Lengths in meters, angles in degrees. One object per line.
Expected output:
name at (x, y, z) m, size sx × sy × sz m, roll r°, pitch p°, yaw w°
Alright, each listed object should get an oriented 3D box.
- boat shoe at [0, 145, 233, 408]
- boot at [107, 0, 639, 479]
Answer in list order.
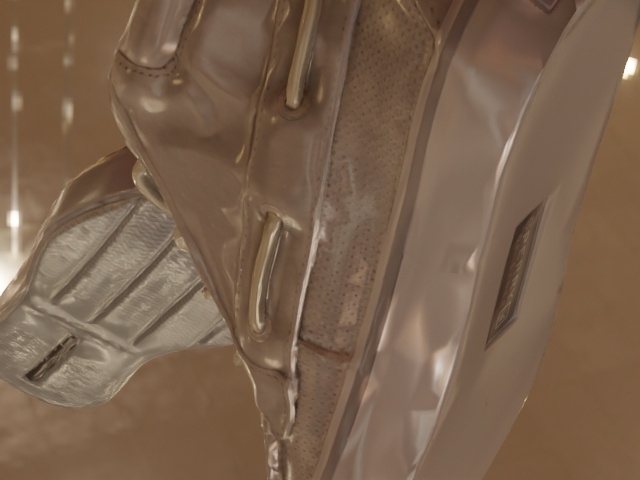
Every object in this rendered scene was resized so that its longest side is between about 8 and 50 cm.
boat shoe at (-0.082, -0.004, 0.858) m, size 0.109 × 0.302 × 0.094 m, roll 31°, pitch -119°, yaw -19°
boot at (0.000, 0.000, 0.531) m, size 0.123 × 0.258 × 0.095 m, roll 31°, pitch -140°, yaw 21°
